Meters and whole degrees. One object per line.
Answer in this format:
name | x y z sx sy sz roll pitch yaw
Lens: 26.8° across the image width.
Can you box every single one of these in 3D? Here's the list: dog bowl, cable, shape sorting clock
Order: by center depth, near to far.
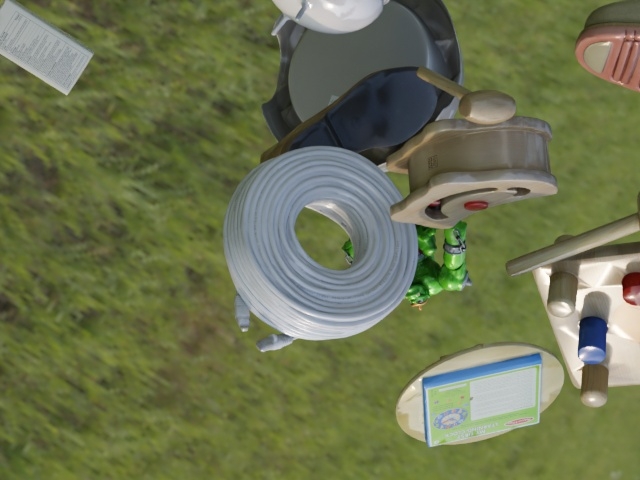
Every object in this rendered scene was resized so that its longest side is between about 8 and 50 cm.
shape sorting clock | 0.189 0.182 1.603 0.206 0.206 0.040 102 -20 -44
cable | 0.000 0.000 1.725 0.257 0.257 0.089 -8 163 -25
dog bowl | 0.074 -0.266 2.176 0.349 0.348 0.102 -61 151 2

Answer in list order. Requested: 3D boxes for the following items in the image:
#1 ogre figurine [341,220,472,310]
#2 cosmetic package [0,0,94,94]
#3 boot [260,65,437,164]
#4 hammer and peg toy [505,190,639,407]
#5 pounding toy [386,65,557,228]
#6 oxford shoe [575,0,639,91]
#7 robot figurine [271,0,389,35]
ogre figurine | 0.138 0.031 1.937 0.118 0.197 0.097 59 19 -26
cosmetic package | -0.322 -0.222 1.533 0.060 0.115 0.041 -55 -167 6
boot | 0.039 -0.172 1.973 0.305 0.115 0.112 -31 106 -28
hammer and peg toy | 0.403 0.059 1.721 0.127 0.265 0.361 -74 147 -43
pounding toy | 0.181 -0.118 1.555 0.269 0.154 0.155 144 -55 -65
oxford shoe | 0.453 -0.229 1.360 0.140 0.396 0.147 92 -3 -71
robot figurine | 0.046 -0.439 1.902 0.353 0.199 0.300 -56 -179 -10
